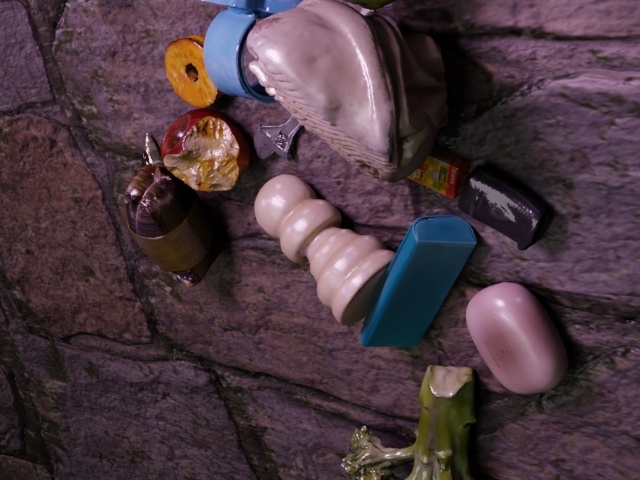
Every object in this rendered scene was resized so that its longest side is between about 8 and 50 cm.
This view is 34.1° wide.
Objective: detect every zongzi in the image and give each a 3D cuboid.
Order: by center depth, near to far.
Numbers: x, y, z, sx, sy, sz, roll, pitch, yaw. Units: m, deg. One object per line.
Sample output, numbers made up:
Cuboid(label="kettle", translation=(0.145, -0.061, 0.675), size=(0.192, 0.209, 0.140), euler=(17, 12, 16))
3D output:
Cuboid(label="zongzi", translation=(-0.372, -0.075, 2.160), size=(0.318, 0.154, 0.289), euler=(25, 155, 32))
Cuboid(label="zongzi", translation=(-0.367, -0.161, 2.248), size=(0.109, 0.055, 0.119), euler=(-34, 73, 61))

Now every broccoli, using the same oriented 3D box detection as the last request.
Cuboid(label="broccoli", translation=(0.248, 0.451, 1.975), size=(0.353, 0.275, 0.397), euler=(36, 118, -4))

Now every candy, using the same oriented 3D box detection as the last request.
Cuboid(label="candy", translation=(0.185, -0.123, 1.739), size=(0.122, 0.038, 0.062), euler=(27, 133, 29))

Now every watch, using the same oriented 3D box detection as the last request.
Cuboid(label="watch", translation=(-0.116, -0.334, 1.771), size=(0.211, 0.211, 0.193), euler=(17, 109, 36))

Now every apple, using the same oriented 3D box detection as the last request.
Cuboid(label="apple", translation=(-0.215, -0.172, 2.007), size=(0.158, 0.147, 0.156), euler=(33, 110, -28))

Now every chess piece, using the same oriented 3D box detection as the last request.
Cuboid(label="chess piece", translation=(0.000, 0.000, 1.933), size=(0.300, 0.167, 0.167), euler=(45, 139, 22))

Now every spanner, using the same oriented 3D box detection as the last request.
Cuboid(label="spanner", translation=(-0.032, -0.231, 1.889), size=(0.093, 0.026, 0.325), euler=(53, 138, 4))

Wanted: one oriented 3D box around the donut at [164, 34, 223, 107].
Cuboid(label="donut", translation=(-0.229, -0.325, 1.988), size=(0.152, 0.058, 0.151), euler=(25, 132, 32))

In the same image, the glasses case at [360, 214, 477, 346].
Cuboid(label="glasses case", translation=(0.163, 0.077, 1.844), size=(0.301, 0.117, 0.070), euler=(114, 150, -46))

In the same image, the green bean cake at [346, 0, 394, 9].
Cuboid(label="green bean cake", translation=(0.028, -0.524, 1.484), size=(0.319, 0.218, 0.335), euler=(26, 134, 29))

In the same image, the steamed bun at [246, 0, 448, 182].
Cuboid(label="steamed bun", translation=(0.061, -0.254, 1.608), size=(0.324, 0.219, 0.310), euler=(40, 177, 1))

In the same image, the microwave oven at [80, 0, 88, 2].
Cuboid(label="microwave oven", translation=(-0.436, -0.601, 1.935), size=(0.194, 0.145, 0.240), euler=(41, 138, 20))

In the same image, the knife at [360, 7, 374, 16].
Cuboid(label="knife", translation=(0.094, -0.261, 1.751), size=(0.047, 0.017, 0.297), euler=(11, 120, 37))

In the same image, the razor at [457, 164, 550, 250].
Cuboid(label="razor", translation=(0.294, -0.053, 1.667), size=(0.148, 0.054, 0.090), euler=(34, 136, 21))

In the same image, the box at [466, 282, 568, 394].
Cuboid(label="box", translation=(0.329, 0.165, 1.756), size=(0.146, 0.088, 0.200), euler=(-23, 100, 51))
